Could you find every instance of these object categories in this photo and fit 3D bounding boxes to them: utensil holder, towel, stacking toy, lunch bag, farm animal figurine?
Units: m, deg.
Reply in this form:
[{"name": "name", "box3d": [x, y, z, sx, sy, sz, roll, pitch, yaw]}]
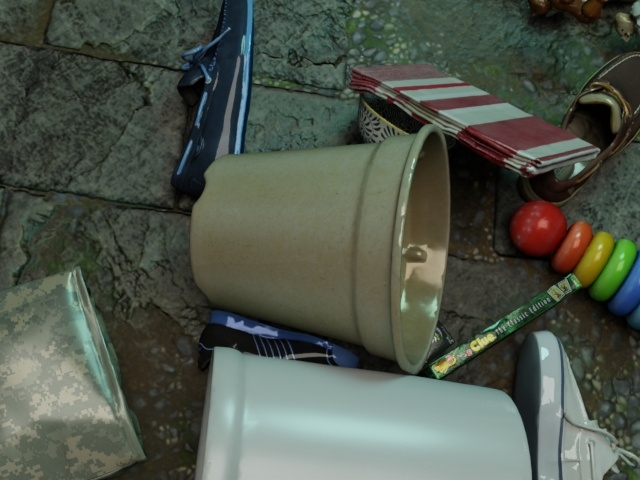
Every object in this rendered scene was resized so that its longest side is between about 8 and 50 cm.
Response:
[{"name": "utensil holder", "box3d": [0.033, 0.320, 1.190, 0.386, 0.327, 0.327, 7, 72, -8]}, {"name": "towel", "box3d": [0.230, -0.186, 1.394, 0.329, 0.037, 0.237, 32, 28, 27]}, {"name": "stacking toy", "box3d": [0.441, 0.045, 1.432, 0.330, 0.141, 0.141, 29, 71, 7]}, {"name": "lunch bag", "box3d": [-0.381, 0.213, 1.244, 0.235, 0.169, 0.287, -18, 71, -13]}, {"name": "farm animal figurine", "box3d": [0.445, -0.472, 1.581, 0.327, 0.172, 0.330, 5, 64, -19]}]

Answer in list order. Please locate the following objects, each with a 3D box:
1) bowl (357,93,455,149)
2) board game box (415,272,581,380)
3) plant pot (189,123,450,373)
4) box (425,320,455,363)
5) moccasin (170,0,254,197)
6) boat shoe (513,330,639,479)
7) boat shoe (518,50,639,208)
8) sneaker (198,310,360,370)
[{"name": "bowl", "box3d": [0.120, -0.163, 1.461, 0.170, 0.080, 0.170, 23, 27, -13]}, {"name": "board game box", "box3d": [0.255, 0.139, 1.369, 0.260, 0.136, 0.030, -30, 75, -16]}, {"name": "plant pot", "box3d": [0.000, 0.000, 1.287, 0.306, 0.334, 0.333, 5, 71, 18]}, {"name": "box", "box3d": [0.149, 0.140, 1.398, 0.062, 0.052, 0.083, -34, 81, -17]}, {"name": "moccasin", "box3d": [-0.167, -0.234, 1.431, 0.117, 0.137, 0.341, 5, 71, -1]}, {"name": "boat shoe", "box3d": [0.373, 0.311, 1.330, 0.157, 0.136, 0.367, 0, 76, -7]}, {"name": "boat shoe", "box3d": [0.454, -0.194, 1.506, 0.123, 0.123, 0.342, 43, 72, 7]}, {"name": "sneaker", "box3d": [-0.063, 0.175, 1.348, 0.232, 0.081, 0.090, 15, 74, 5]}]
